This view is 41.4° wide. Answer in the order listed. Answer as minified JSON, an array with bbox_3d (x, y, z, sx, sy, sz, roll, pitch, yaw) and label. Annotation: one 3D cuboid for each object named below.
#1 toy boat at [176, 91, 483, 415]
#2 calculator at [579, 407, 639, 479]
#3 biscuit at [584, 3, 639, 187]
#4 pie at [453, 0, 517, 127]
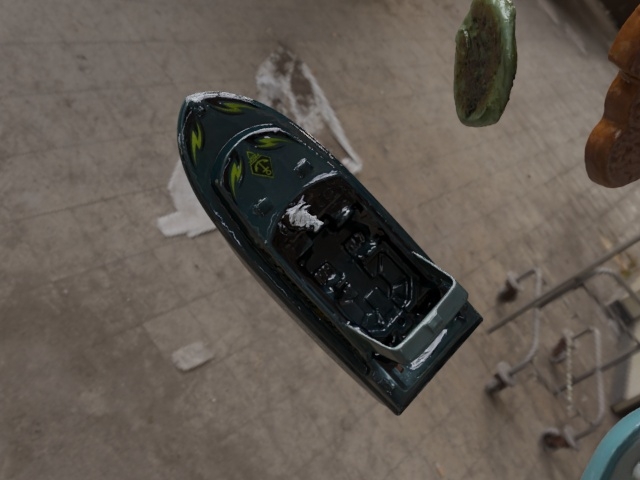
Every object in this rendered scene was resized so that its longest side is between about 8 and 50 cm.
[{"bbox_3d":[0.000,0.000,0.538,0.093,0.103,0.246,-44,94,-18],"label":"toy boat"},{"bbox_3d":[0.252,0.260,0.574,0.256,0.387,0.054,3,20,-16],"label":"calculator"},{"bbox_3d":[0.400,-0.152,0.821,0.306,0.284,0.043,15,29,-29],"label":"biscuit"},{"bbox_3d":[0.099,-0.110,0.512,0.017,0.085,0.085,0,51,-14],"label":"pie"}]
